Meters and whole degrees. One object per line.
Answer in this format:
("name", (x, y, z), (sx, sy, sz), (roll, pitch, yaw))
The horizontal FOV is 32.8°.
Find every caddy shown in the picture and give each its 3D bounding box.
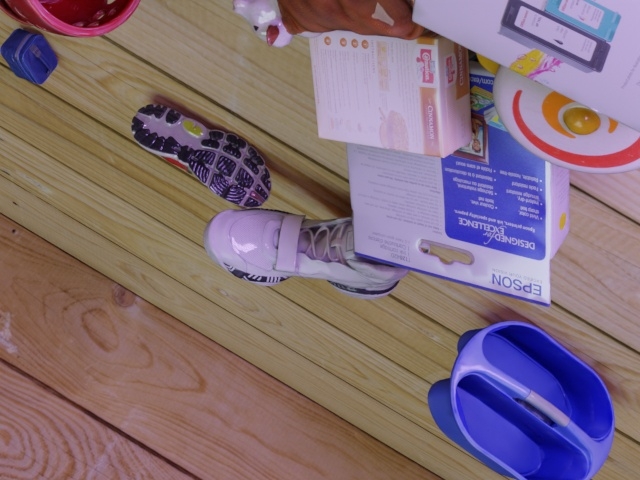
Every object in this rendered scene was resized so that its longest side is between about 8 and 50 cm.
("caddy", (0.359, 0.293, 1.917), (0.341, 0.241, 0.179), (36, 163, -13))

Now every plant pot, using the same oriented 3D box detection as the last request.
("plant pot", (-0.356, -0.373, 1.483), (0.174, 0.191, 0.191), (13, 153, 53))

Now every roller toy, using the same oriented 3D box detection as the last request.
("roller toy", (0.275, -0.166, 1.091), (0.191, 0.146, 0.209), (-5, 139, 39))

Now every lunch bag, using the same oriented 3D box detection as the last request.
("lunch bag", (-0.523, -0.330, 1.972), (0.065, 0.067, 0.098), (21, 158, 26))

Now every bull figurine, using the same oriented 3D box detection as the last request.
("bull figurine", (0.005, -0.294, 1.172), (0.310, 0.101, 0.188), (17, 132, 49))

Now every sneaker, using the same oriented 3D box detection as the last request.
("sneaker", (-0.202, -0.154, 1.925), (0.279, 0.107, 0.118), (33, 178, 4))
("sneaker", (0.000, 0.000, 1.817), (0.366, 0.137, 0.210), (13, 159, -19))

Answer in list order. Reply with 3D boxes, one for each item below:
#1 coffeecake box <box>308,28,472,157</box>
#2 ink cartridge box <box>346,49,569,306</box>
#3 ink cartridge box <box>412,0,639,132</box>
("coffeecake box", (0.083, -0.186, 1.295), (0.185, 0.068, 0.142), (13, 120, 36))
("ink cartridge box", (0.168, -0.094, 1.378), (0.304, 0.072, 0.307), (16, 127, 33))
("ink cartridge box", (0.245, -0.251, 0.913), (0.270, 0.198, 0.197), (29, 160, 10))
